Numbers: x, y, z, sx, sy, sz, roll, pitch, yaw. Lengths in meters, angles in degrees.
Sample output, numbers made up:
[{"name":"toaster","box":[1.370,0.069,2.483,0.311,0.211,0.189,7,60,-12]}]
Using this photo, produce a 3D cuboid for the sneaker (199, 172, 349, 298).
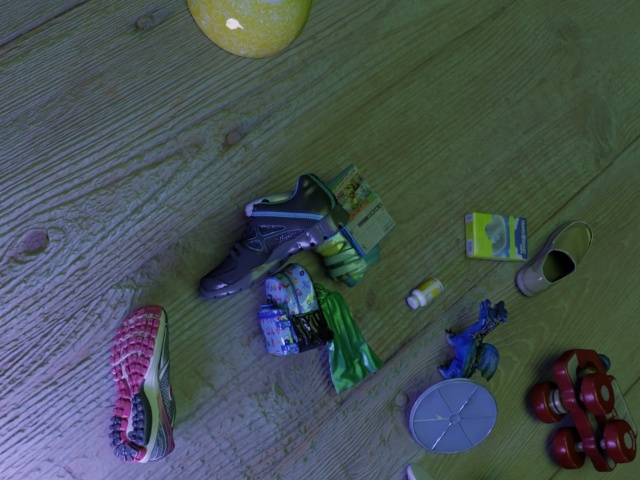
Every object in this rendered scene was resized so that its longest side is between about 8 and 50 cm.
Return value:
[{"name":"sneaker","box":[-0.112,-0.004,1.748,0.341,0.125,0.139,-33,93,6]}]

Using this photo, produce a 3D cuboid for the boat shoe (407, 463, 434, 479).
[{"name":"boat shoe","box":[0.235,0.574,1.884,0.066,0.063,0.184,6,40,-52]}]

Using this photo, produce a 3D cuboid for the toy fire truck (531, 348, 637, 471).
[{"name":"toy fire truck","box":[0.661,0.398,2.100,0.254,0.169,0.302,-30,96,-50]}]

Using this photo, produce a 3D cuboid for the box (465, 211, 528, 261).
[{"name":"box","box":[0.436,-0.006,2.104,0.178,0.042,0.108,4,81,-24]}]

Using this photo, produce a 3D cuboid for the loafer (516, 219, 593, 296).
[{"name":"loafer","box":[0.599,0.044,2.145,0.268,0.092,0.102,-43,101,-25]}]

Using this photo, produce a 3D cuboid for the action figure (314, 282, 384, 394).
[{"name":"action figure","box":[0.038,0.195,1.863,0.137,0.063,0.232,-30,102,-35]}]

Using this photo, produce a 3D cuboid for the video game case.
[{"name":"video game case","box":[0.079,-0.064,1.837,0.119,0.015,0.166,-43,104,-33]}]

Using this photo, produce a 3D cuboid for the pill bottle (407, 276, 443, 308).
[{"name":"pill bottle","box":[0.239,0.122,1.989,0.083,0.043,0.043,-32,96,-26]}]

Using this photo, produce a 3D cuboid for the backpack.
[{"name":"backpack","box":[-0.063,0.138,1.777,0.117,0.158,0.173,-16,95,-22]}]

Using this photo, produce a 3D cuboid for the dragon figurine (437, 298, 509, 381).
[{"name":"dragon figurine","box":[0.343,0.268,1.959,0.085,0.144,0.289,21,73,-21]}]

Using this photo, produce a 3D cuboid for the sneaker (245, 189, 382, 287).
[{"name":"sneaker","box":[0.000,0.000,1.850,0.319,0.127,0.208,-2,82,-25]}]

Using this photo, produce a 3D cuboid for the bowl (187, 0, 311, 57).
[{"name":"bowl","box":[-0.131,-0.554,1.858,0.290,0.156,0.289,4,80,-24]}]

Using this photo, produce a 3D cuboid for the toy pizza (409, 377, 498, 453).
[{"name":"toy pizza","box":[0.296,0.389,1.937,0.201,0.032,0.201,-3,114,-6]}]

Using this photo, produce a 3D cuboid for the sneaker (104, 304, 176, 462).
[{"name":"sneaker","box":[-0.333,0.272,1.668,0.112,0.121,0.299,18,71,-52]}]
